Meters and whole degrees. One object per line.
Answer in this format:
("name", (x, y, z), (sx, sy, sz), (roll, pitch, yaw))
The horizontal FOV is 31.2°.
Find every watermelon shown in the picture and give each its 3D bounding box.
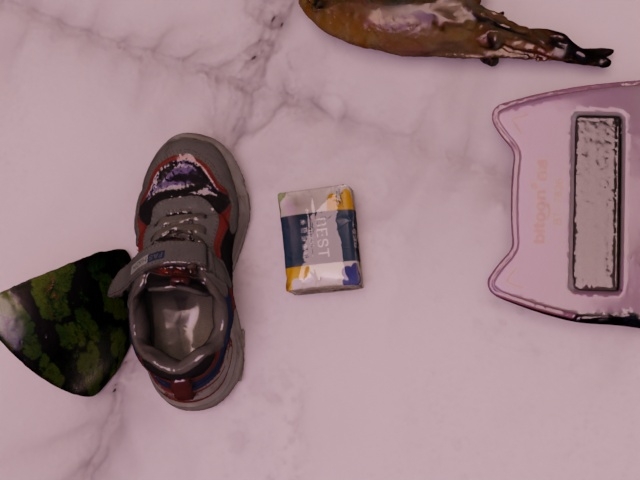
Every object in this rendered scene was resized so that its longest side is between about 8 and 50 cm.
("watermelon", (-0.223, 0.057, 0.942), (0.094, 0.135, 0.125), (15, 89, 48))

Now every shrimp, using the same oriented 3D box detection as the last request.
("shrimp", (0.109, -0.201, 0.919), (0.262, 0.066, 0.117), (10, 86, 9))

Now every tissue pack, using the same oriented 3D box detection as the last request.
("tissue pack", (0.000, 0.000, 0.927), (0.062, 0.042, 0.083), (-6, 82, 12))

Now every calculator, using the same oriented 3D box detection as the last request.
("calculator", (0.278, -0.027, 0.883), (0.294, 0.043, 0.194), (1, 83, 7))

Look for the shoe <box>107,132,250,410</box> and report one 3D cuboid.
("shoe", (-0.116, 0.023, 0.905), (0.099, 0.125, 0.228), (-4, 85, 13))
